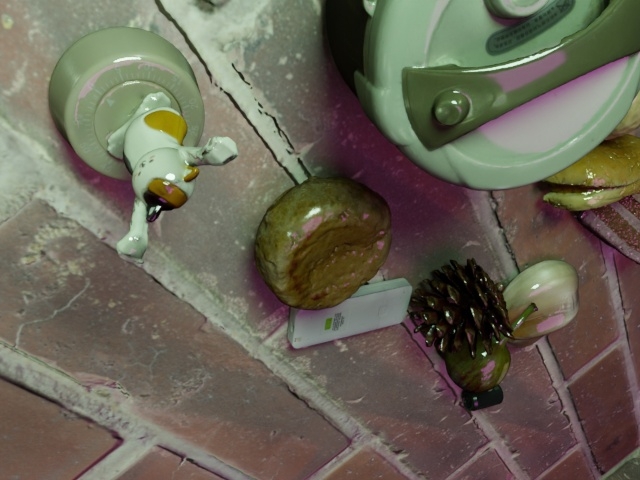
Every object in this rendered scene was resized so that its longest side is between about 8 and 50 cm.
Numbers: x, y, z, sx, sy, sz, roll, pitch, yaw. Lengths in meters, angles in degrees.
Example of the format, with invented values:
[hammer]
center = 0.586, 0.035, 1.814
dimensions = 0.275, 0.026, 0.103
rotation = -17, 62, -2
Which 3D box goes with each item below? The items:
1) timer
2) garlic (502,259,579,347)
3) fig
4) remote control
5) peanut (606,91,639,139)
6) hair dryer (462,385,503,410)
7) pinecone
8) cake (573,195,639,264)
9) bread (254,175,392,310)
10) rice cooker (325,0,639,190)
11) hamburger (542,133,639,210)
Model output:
[timer]
center = -0.180, -0.104, 0.599
dimensions = 0.175, 0.266, 0.175
rotation = -16, 129, -21
[garlic]
center = 0.515, 0.145, 1.308
dimensions = 0.228, 0.110, 0.217
rotation = -35, 130, -4
[fig]
center = 0.386, 0.231, 1.252
dimensions = 0.149, 0.149, 0.245
rotation = 14, 125, -37
[remote control]
center = 0.059, 0.136, 1.076
dimensions = 0.250, 0.034, 0.103
rotation = -10, 127, -25
[peanut]
center = 0.511, -0.305, 0.956
dimensions = 0.149, 0.149, 0.313
rotation = -24, 132, -13
[hair dryer]
center = 0.429, 0.342, 1.446
dimensions = 0.100, 0.057, 0.198
rotation = -4, 116, -29
[pinecone]
center = 0.269, 0.136, 1.100
dimensions = 0.207, 0.208, 0.208
rotation = -16, 129, -20
[cake]
center = 0.685, -0.037, 1.282
dimensions = 0.295, 0.113, 0.116
rotation = 25, 106, -34
[bread]
center = 0.000, 0.000, 0.883
dimensions = 0.229, 0.123, 0.230
rotation = -20, 134, -23
[rice cooker]
center = 0.186, -0.239, 0.647
dimensions = 0.334, 0.325, 0.335
rotation = -7, 122, -11
[hamburger]
center = 0.553, -0.135, 1.106
dimensions = 0.261, 0.131, 0.124
rotation = -17, 110, -19
